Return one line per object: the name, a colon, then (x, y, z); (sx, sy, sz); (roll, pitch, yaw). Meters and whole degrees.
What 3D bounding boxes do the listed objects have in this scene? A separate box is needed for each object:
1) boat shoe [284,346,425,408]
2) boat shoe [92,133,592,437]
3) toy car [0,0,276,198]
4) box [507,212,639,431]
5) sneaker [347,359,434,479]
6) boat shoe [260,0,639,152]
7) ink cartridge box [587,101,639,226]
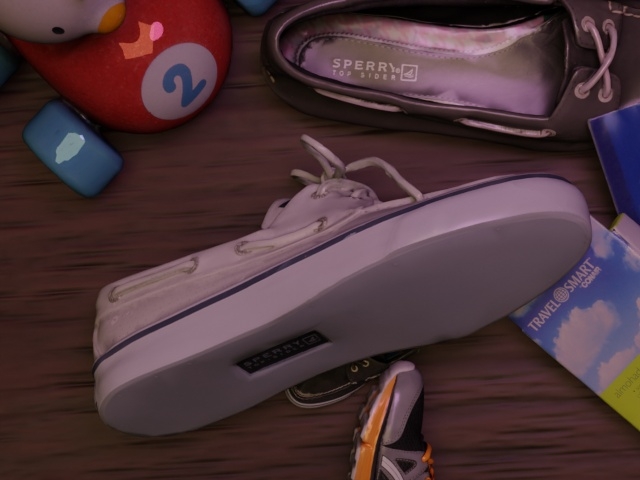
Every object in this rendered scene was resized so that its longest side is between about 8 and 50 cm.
boat shoe: (0.035, 0.075, 1.388); (0.142, 0.040, 0.049); (-30, 87, 2)
boat shoe: (0.003, 0.004, 1.346); (0.367, 0.136, 0.156); (-24, 55, 18)
toy car: (-0.163, -0.169, 1.311); (0.210, 0.238, 0.219); (43, 92, 4)
box: (0.227, 0.065, 1.355); (0.178, 0.042, 0.109); (40, 119, 4)
sneaker: (0.057, 0.191, 1.367); (0.083, 0.084, 0.215); (6, 98, 2)
boat shoe: (0.122, -0.122, 1.361); (0.335, 0.095, 0.112); (2, 88, 4)
ink cartridge box: (0.366, -0.061, 1.333); (0.332, 0.065, 0.165); (-21, 111, 4)
